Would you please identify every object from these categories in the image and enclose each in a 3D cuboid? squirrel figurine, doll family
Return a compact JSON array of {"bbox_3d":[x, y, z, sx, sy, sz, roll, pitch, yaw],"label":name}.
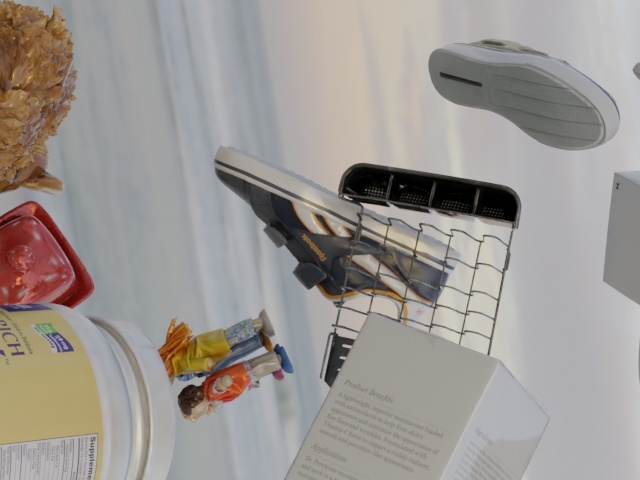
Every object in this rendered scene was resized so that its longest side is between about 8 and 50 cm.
[{"bbox_3d":[-0.443,-0.121,1.825,0.370,0.397,0.281,-13,81,-57],"label":"squirrel figurine"},{"bbox_3d":[-0.135,0.145,1.783,0.263,0.163,0.118,114,-47,-79],"label":"doll family"}]

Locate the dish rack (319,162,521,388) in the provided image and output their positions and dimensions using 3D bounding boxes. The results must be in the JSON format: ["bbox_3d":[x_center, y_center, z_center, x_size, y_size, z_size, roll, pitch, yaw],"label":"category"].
[{"bbox_3d":[0.106,0.062,1.660,0.074,0.208,0.271,33,69,-71],"label":"dish rack"}]

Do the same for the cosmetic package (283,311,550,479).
[{"bbox_3d":[0.093,0.193,1.380,0.183,0.151,0.151,-61,144,-13],"label":"cosmetic package"}]

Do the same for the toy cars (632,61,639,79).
[{"bbox_3d":[0.433,-0.039,1.225,0.394,0.087,0.176,43,8,11],"label":"toy cars"}]

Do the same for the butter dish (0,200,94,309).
[{"bbox_3d":[-0.394,0.034,1.940,0.160,0.160,0.118,55,-19,4],"label":"butter dish"}]

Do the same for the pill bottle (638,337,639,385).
[{"bbox_3d":[0.611,0.174,2.186,0.146,0.264,0.146,4,90,-88],"label":"pill bottle"}]

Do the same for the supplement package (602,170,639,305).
[{"bbox_3d":[0.483,0.006,1.794,0.194,0.203,0.149,-136,-135,-63],"label":"supplement package"}]

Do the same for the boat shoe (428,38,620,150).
[{"bbox_3d":[0.260,-0.197,1.815,0.302,0.094,0.109,29,-40,45],"label":"boat shoe"}]

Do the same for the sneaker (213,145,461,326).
[{"bbox_3d":[0.000,0.000,1.786,0.127,0.321,0.126,-64,177,6],"label":"sneaker"}]

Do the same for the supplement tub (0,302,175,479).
[{"bbox_3d":[-0.331,0.181,1.409,0.241,0.331,0.241,2,-88,48],"label":"supplement tub"}]
